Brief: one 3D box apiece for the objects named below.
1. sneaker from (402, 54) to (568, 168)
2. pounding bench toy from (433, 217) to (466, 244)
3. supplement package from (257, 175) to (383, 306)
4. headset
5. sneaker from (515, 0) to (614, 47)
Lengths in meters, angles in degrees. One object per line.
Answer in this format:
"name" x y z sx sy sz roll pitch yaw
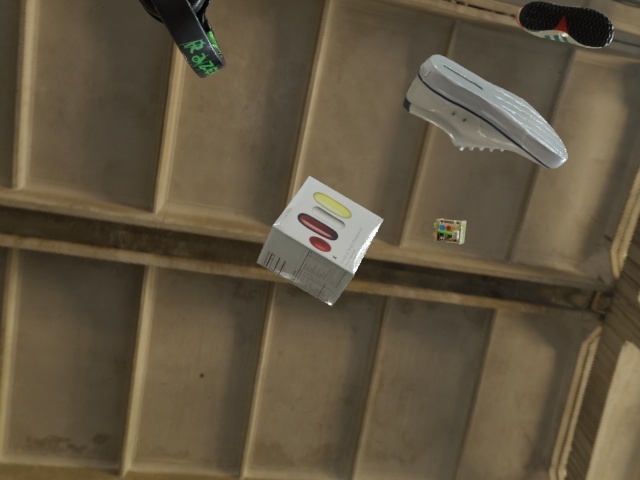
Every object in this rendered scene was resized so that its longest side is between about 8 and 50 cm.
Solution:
"sneaker" 0.240 -0.172 0.835 0.258 0.094 0.091 29 -46 -11
"pounding bench toy" 0.285 -0.020 1.280 0.065 0.083 0.052 7 -83 24
"supplement package" 0.000 0.000 1.309 0.203 0.194 0.149 30 -40 1
"headset" -0.238 -0.461 0.917 0.185 0.243 0.393 -28 -97 2
"sneaker" 0.404 -0.363 0.953 0.162 0.075 0.057 13 -69 -1
